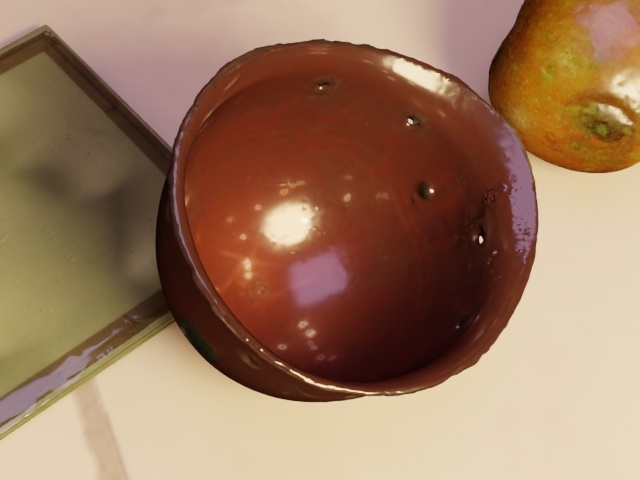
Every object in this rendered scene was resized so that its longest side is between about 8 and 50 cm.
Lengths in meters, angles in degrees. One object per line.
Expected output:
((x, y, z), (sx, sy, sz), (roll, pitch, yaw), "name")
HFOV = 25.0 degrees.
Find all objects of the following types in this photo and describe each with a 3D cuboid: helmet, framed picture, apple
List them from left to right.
((-0.163, 0.007, 0.642), (0.231, 0.010, 0.173), (-34, 68, -28), "framed picture")
((0.000, 0.000, 0.618), (0.175, 0.106, 0.155), (-35, 88, -32), "helmet")
((0.141, -0.087, 0.710), (0.102, 0.099, 0.114), (33, 54, 9), "apple")
